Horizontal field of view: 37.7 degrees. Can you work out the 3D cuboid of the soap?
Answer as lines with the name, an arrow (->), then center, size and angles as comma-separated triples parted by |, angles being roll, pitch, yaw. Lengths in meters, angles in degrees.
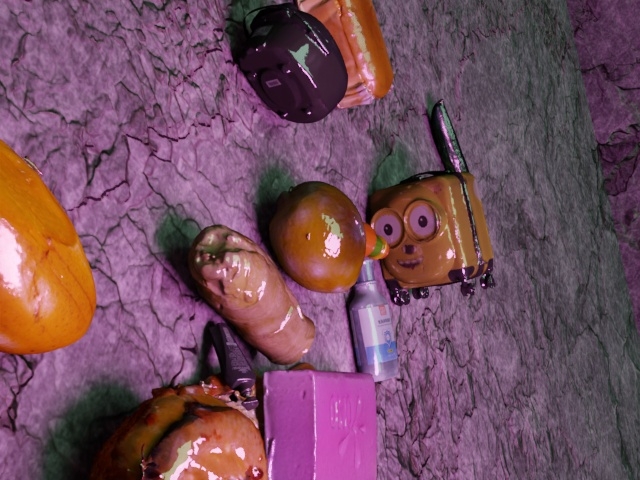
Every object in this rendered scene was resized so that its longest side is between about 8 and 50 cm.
soap -> 0.005, 0.279, 1.366 | 0.259, 0.081, 0.181 | 25, 63, -66

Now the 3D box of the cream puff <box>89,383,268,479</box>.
cream puff -> -0.163, 0.286, 1.070 | 0.240, 0.164, 0.240 | -7, 99, -51

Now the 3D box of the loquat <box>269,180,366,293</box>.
loquat -> 0.000, 0.000, 1.443 | 0.195, 0.152, 0.152 | 55, 38, -20

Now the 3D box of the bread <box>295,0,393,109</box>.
bread -> 0.050, -0.363, 1.678 | 0.136, 0.107, 0.241 | -43, 117, -58

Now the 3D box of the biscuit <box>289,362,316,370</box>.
biscuit -> -0.029, 0.230, 1.438 | 0.091, 0.015, 0.078 | -18, 97, -58

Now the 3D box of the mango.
mango -> -0.320, 0.021, 0.934 | 0.187, 0.138, 0.257 | -87, 154, -56

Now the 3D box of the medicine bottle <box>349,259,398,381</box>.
medicine bottle -> 0.088, 0.138, 1.618 | 0.090, 0.054, 0.208 | -2, 82, -56

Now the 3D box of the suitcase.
suitcase -> 0.198, -0.008, 1.712 | 0.143, 0.194, 0.234 | -13, 90, -49

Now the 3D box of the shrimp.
shrimp -> -0.124, 0.219, 1.259 | 0.217, 0.051, 0.115 | 31, 48, -49

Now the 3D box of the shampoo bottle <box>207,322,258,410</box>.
shampoo bottle -> -0.114, 0.167, 1.245 | 0.048, 0.027, 0.137 | 7, 38, -37

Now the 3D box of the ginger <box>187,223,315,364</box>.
ginger -> -0.096, 0.072, 1.289 | 0.263, 0.116, 0.109 | 53, 49, -43

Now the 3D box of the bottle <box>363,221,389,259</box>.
bottle -> 0.061, -0.002, 1.612 | 0.187, 0.069, 0.069 | 23, 61, -55

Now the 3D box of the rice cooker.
rice cooker -> -0.044, -0.276, 1.468 | 0.203, 0.142, 0.118 | 52, 52, -30

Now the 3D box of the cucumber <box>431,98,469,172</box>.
cucumber -> 0.291, -0.173, 2.054 | 0.056, 0.056, 0.284 | -43, 119, -54
